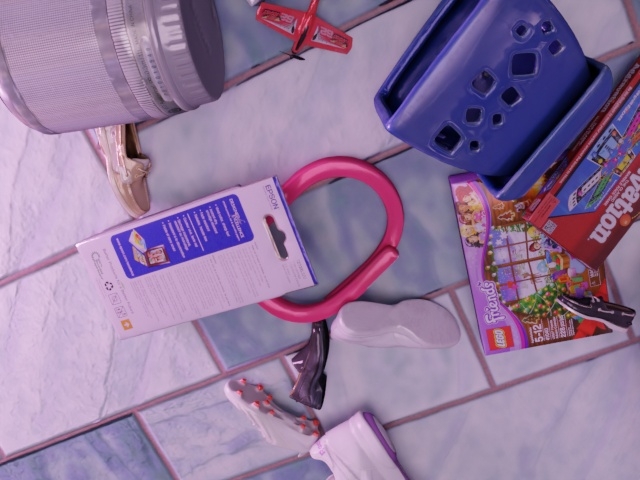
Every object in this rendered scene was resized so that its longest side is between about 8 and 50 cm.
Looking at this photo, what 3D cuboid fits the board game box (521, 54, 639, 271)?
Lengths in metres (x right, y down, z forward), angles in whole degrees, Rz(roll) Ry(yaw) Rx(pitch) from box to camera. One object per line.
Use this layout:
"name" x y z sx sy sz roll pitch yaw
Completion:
"board game box" 0.423 -0.107 0.983 0.145 0.027 0.281 33 96 -19

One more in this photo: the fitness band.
"fitness band" 0.000 0.000 1.095 0.209 0.054 0.291 44 106 -7

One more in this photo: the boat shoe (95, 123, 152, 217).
"boat shoe" -0.293 -0.119 1.071 0.059 0.063 0.170 -12 107 15

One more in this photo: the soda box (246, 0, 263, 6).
"soda box" -0.032 -0.415 0.938 0.216 0.074 0.069 -38 103 16

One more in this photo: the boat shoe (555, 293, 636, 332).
"boat shoe" 0.411 0.100 1.032 0.125 0.046 0.038 21 108 -8

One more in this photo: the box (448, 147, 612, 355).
"box" 0.324 0.022 1.066 0.201 0.057 0.293 -12 108 9

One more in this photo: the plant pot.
"plant pot" 0.224 -0.201 0.911 0.212 0.236 0.236 34 108 -13

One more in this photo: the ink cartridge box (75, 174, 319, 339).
"ink cartridge box" -0.190 0.028 1.076 0.371 0.069 0.176 -16 102 23

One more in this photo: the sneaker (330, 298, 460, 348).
"sneaker" 0.119 0.145 1.128 0.212 0.080 0.094 8 147 -14

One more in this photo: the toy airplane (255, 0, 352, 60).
"toy airplane" -0.015 -0.325 0.981 0.151 0.028 0.151 -6 128 -8

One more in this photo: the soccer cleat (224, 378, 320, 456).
"soccer cleat" -0.091 0.313 1.203 0.196 0.068 0.076 33 112 -10

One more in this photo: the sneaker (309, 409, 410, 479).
"sneaker" 0.092 0.447 1.202 0.152 0.114 0.305 -28 95 1

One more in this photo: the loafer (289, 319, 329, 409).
"loafer" -0.020 0.206 1.162 0.061 0.062 0.170 8 108 7

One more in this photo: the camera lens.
"camera lens" -0.289 -0.266 0.936 0.274 0.219 0.219 -7 108 8
